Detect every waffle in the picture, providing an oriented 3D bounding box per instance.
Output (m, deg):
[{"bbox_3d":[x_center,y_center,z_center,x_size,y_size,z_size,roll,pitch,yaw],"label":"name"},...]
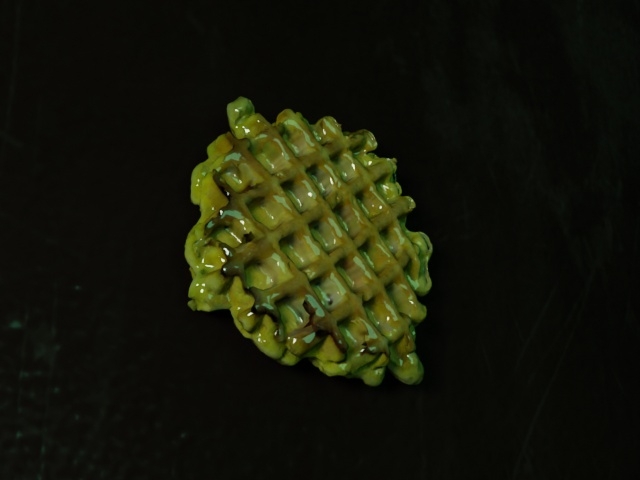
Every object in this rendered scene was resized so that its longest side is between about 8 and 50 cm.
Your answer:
[{"bbox_3d":[0.000,0.000,0.923,0.243,0.058,0.238,20,51,-34],"label":"waffle"}]
